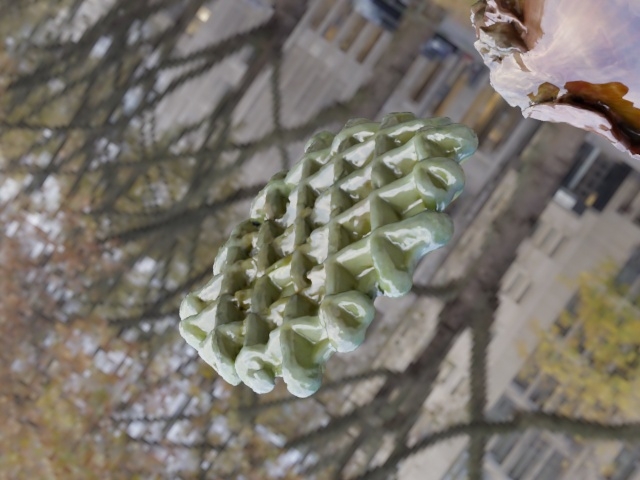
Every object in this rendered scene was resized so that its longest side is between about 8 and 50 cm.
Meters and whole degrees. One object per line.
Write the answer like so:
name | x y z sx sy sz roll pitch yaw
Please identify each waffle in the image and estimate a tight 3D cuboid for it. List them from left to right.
waffle | 0.000 0.000 1.300 0.056 0.292 0.309 41 169 -23

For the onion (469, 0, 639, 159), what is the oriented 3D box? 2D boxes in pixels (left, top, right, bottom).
onion | 0.136 -0.099 0.563 0.230 0.163 0.230 51 173 9
